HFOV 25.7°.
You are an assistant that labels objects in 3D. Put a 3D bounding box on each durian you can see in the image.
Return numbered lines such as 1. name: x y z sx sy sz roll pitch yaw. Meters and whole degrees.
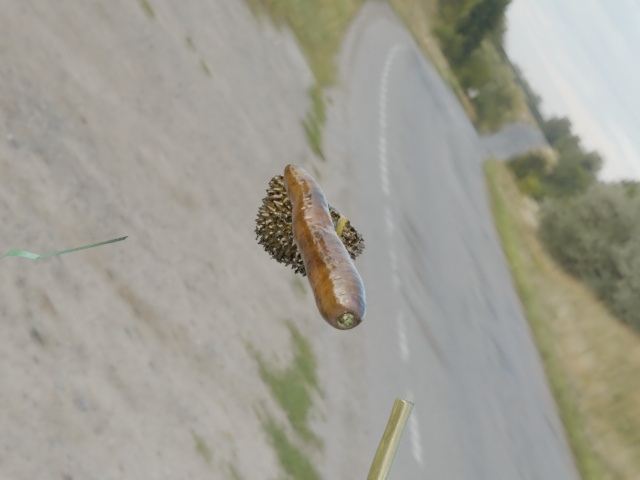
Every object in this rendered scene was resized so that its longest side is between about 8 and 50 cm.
1. durian: -0.029 -0.004 1.787 0.148 0.091 0.188 41 -15 -7

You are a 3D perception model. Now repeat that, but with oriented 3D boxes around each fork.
1. fork: -0.310 0.011 1.595 0.021 0.235 0.039 63 35 -19

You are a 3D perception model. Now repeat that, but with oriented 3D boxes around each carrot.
1. carrot: -0.001 0.001 0.980 0.035 0.036 0.165 51 12 -43

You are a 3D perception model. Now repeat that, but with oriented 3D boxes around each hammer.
1. hammer: 0.046 0.247 1.369 0.062 0.199 0.013 18 -9 15
